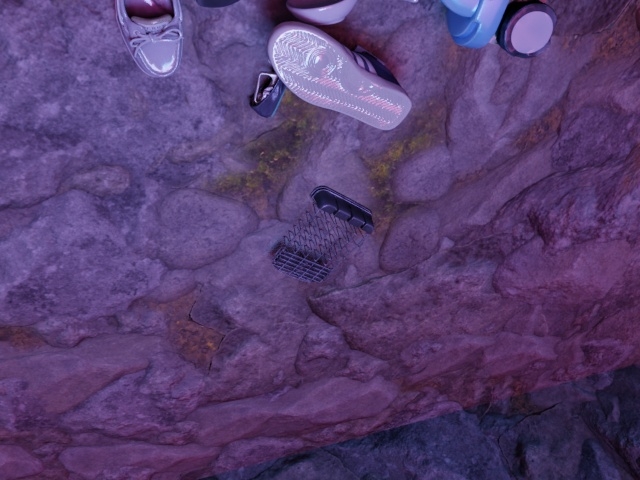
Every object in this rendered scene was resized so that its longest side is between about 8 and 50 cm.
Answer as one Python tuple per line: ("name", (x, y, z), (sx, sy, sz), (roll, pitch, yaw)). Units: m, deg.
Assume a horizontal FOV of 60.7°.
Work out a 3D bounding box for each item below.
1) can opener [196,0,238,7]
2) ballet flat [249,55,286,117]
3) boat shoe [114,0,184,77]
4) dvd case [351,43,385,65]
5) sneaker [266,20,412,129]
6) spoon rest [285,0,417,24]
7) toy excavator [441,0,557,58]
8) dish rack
("can opener", (-0.100, -0.504, 1.022), (0.281, 0.074, 0.093), (-12, 167, -8))
("ballet flat", (-0.090, -0.351, 1.150), (0.074, 0.074, 0.203), (17, 125, -31))
("boat shoe", (-0.308, -0.435, 0.970), (0.118, 0.103, 0.320), (-7, 132, -15))
("dvd case", (0.079, -0.370, 1.231), (0.087, 0.013, 0.119), (22, 120, -34))
("sneaker", (0.029, -0.348, 1.120), (0.350, 0.148, 0.131), (22, 124, -38))
("spoon rest", (0.063, -0.483, 1.061), (0.277, 0.137, 0.084), (-21, 128, -21))
("toy excavator", (0.254, -0.586, 0.990), (0.446, 0.222, 0.432), (6, 127, -13))
("dish rack", (0.000, 0.000, 1.494), (0.208, 0.074, 0.271), (25, 119, -34))
